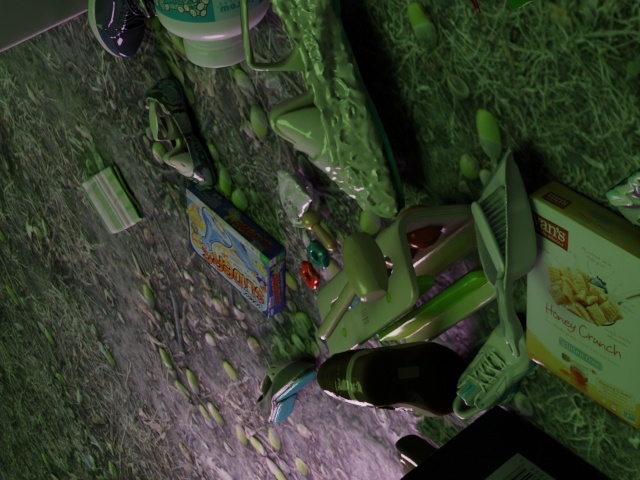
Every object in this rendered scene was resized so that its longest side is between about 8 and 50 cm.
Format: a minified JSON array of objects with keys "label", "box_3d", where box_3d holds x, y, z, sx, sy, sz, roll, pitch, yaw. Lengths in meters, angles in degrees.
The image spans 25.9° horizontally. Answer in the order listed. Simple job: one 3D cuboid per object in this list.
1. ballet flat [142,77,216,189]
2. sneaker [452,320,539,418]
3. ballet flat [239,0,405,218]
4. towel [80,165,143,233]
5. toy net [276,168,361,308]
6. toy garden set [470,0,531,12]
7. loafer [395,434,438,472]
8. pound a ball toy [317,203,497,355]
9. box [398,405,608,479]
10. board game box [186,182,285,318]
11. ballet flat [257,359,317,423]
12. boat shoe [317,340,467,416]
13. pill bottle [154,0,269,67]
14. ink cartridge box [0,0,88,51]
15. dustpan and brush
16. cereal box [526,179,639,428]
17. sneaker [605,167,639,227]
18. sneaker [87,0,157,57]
[{"label":"ballet flat","box_3d":[-0.219,-0.152,2.102,0.070,0.070,0.188,8,125,55]},{"label":"sneaker","box_3d":[0.211,0.167,1.722,0.071,0.083,0.191,47,149,23]},{"label":"ballet flat","box_3d":[-0.016,-0.204,1.649,0.147,0.147,0.409,11,125,54]},{"label":"towel","box_3d":[-0.367,-0.073,2.465,0.113,0.023,0.152,59,150,-7]},{"label":"toy net","box_3d":[0.000,0.000,1.933,0.122,0.045,0.232,-9,109,62]},{"label":"toy garden set","box_3d":[0.147,-0.341,1.356,0.244,0.049,0.204,60,150,-6]},{"label":"loafer","box_3d":[0.164,0.332,1.993,0.148,0.056,0.050,41,150,47]},{"label":"pound a ball toy","box_3d":[0.073,0.042,1.684,0.319,0.208,0.136,134,128,-62]},{"label":"box","box_3d":[0.264,0.469,1.801,0.293,0.212,0.395,33,144,37]},{"label":"board game box","box_3d":[-0.132,0.012,2.156,0.201,0.035,0.136,39,147,31]},{"label":"ballet flat","box_3d":[-0.063,0.230,2.230,0.068,0.072,0.213,54,152,16]},{"label":"boat shoe","box_3d":[0.092,0.171,1.761,0.095,0.257,0.095,-4,77,37]},{"label":"pill bottle","box_3d":[-0.140,-0.346,1.697,0.146,0.146,0.264,32,143,39]},{"label":"ink cartridge box","box_3d":[-0.511,-0.368,2.179,0.306,0.226,0.131,4,121,57]},{"label":"dustpan and brush","box_3d":[0.201,0.023,1.520,0.147,0.060,0.211,109,144,-70]},{"label":"cereal box","box_3d":[0.300,0.071,1.517,0.173,0.047,0.240,34,144,40]},{"label":"sneaker","box_3d":[0.330,-0.040,1.378,0.069,0.038,0.098,53,161,5]},{"label":"sneaker","box_3d":[-0.255,-0.325,1.962,0.163,0.086,0.226,41,146,34]}]
